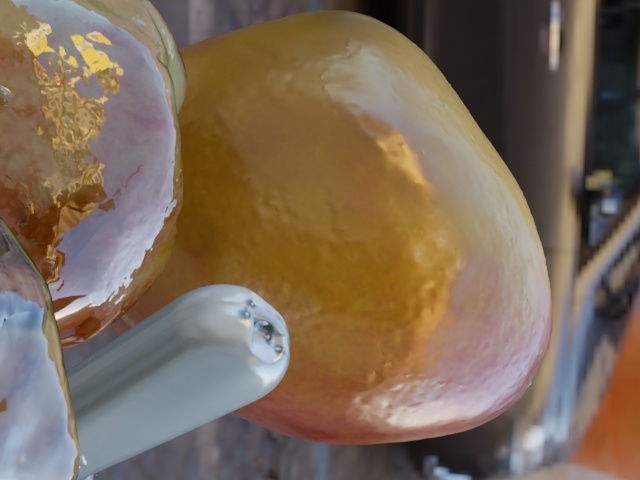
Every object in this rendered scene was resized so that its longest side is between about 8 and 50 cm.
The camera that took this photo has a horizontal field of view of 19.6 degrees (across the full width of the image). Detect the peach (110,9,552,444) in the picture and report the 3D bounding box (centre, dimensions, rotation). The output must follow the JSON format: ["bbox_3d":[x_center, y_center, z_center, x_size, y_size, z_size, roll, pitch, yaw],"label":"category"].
[{"bbox_3d":[-0.003,0.002,1.229,0.308,0.289,0.289,63,15,14],"label":"peach"}]

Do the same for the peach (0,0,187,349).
[{"bbox_3d":[-0.201,-0.055,1.009,0.232,0.256,0.232,-176,-90,-78],"label":"peach"}]

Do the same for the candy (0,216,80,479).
[{"bbox_3d":[-0.176,-0.031,0.572,0.271,0.101,0.143,58,13,18],"label":"candy"}]

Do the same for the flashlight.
[{"bbox_3d":[-0.099,0.075,0.855,0.093,0.200,0.047,38,34,-38],"label":"flashlight"}]
